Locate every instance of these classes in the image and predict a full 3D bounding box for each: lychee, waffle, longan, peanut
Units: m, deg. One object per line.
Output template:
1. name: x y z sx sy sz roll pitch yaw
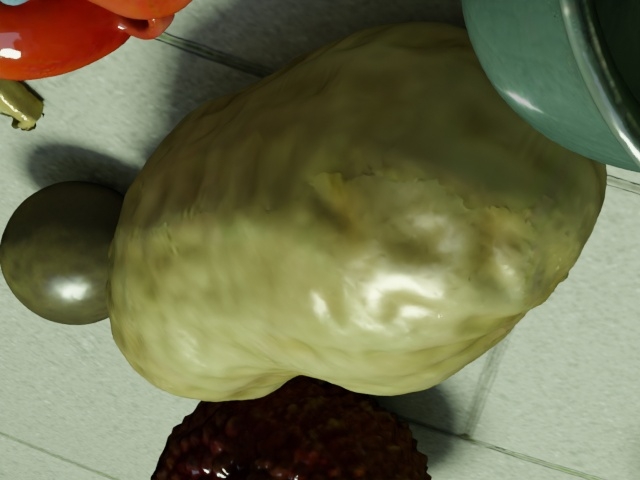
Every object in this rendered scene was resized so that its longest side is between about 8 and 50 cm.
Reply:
1. lychee: -0.017 0.220 1.109 0.235 0.236 0.271 2 163 30
2. waffle: -0.260 -0.100 0.923 0.152 0.023 0.097 -4 142 34
3. longan: -0.156 0.010 0.972 0.119 0.106 0.106 14 154 -18
4. peanut: 0.000 0.000 0.788 0.192 0.170 0.387 35 151 -25

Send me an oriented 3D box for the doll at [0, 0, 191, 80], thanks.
1. doll: -0.175 -0.159 0.661 0.290 0.130 0.161 28 147 16

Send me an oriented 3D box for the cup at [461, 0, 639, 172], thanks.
1. cup: 0.127 -0.102 0.552 0.199 0.199 0.150 35 166 -24
